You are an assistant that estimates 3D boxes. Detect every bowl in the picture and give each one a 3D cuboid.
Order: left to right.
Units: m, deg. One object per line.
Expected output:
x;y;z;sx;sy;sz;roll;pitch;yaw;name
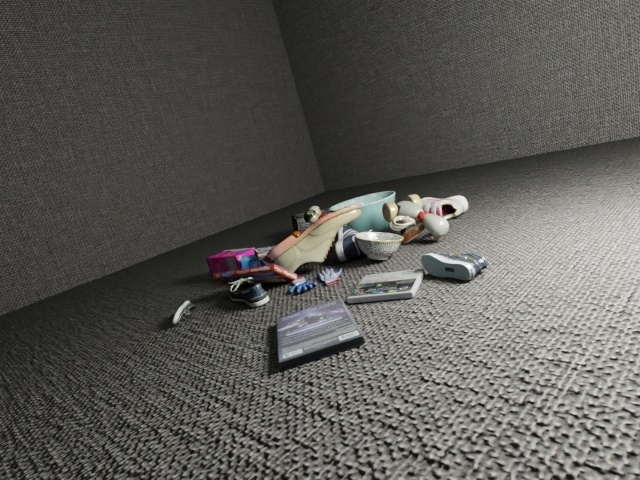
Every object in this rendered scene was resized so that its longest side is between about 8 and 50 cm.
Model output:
0.210;-0.109;1.963;0.312;0.163;0.311;-16;12;4;bowl
0.207;0.023;1.514;0.170;0.080;0.170;1;12;0;bowl

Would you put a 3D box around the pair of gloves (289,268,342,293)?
-0.015;0.136;1.469;0.198;0.023;0.159;-18;12;-6;pair of gloves

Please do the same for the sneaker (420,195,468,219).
0.503;-0.137;1.850;0.253;0.102;0.111;-10;12;30;sneaker

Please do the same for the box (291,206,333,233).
0.054;-0.121;2.297;0.396;0.097;0.318;-10;9;-9;box

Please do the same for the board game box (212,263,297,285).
-0.242;0.135;1.568;0.282;0.027;0.145;-10;-23;29;board game box

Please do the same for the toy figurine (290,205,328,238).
-0.041;-0.032;1.791;0.209;0.148;0.213;-49;6;14;toy figurine

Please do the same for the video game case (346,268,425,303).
0.191;0.130;1.223;0.191;0.022;0.173;-9;13;27;video game case

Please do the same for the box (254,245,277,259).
-0.191;0.046;1.706;0.137;0.027;0.094;-8;15;-18;box

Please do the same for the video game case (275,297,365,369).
-0.013;0.222;1.061;0.196;0.026;0.274;-17;11;-4;video game case

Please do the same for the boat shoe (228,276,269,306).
-0.262;0.173;1.484;0.095;0.079;0.255;-23;13;-24;boat shoe

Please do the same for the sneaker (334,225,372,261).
0.149;-0.005;1.707;0.153;0.099;0.282;-18;18;14;sneaker

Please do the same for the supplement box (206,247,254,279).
-0.387;0.105;1.889;0.220;0.113;0.111;-4;16;40;supplement box

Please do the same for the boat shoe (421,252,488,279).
0.373;0.066;1.193;0.083;0.065;0.183;-21;19;-28;boat shoe

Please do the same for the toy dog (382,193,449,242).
0.368;-0.059;1.662;0.220;0.160;0.333;-8;25;3;toy dog

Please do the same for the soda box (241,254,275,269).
-0.214;0.091;1.737;0.210;0.067;0.071;-6;12;-7;soda box

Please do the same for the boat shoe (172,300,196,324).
-0.474;0.252;1.483;0.040;0.049;0.142;22;18;-4;boat shoe

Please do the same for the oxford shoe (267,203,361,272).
0.000;0.000;1.611;0.397;0.146;0.140;-32;-2;6;oxford shoe
